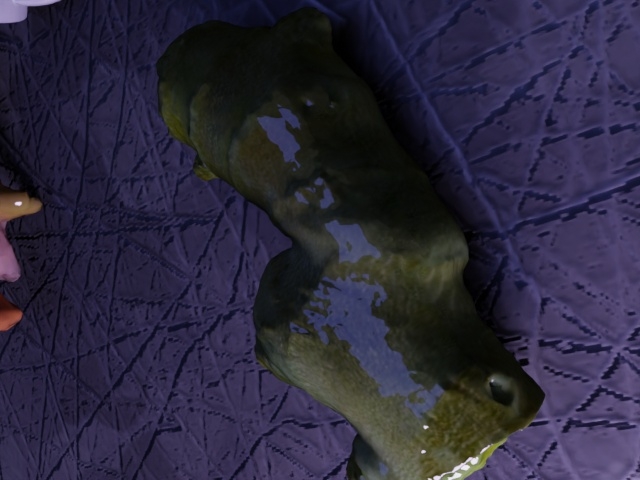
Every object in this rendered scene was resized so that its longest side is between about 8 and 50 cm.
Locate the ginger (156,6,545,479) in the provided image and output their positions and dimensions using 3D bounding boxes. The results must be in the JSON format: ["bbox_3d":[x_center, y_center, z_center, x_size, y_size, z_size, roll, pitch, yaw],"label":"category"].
[{"bbox_3d":[0.002,0.004,0.439,0.137,0.089,0.289,-30,83,47],"label":"ginger"}]

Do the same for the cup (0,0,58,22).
[{"bbox_3d":[-0.228,-0.220,0.575,0.099,0.136,0.133,-126,45,-59],"label":"cup"}]

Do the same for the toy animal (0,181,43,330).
[{"bbox_3d":[-0.322,-0.058,0.640,0.169,0.196,0.281,-149,47,-75],"label":"toy animal"}]
